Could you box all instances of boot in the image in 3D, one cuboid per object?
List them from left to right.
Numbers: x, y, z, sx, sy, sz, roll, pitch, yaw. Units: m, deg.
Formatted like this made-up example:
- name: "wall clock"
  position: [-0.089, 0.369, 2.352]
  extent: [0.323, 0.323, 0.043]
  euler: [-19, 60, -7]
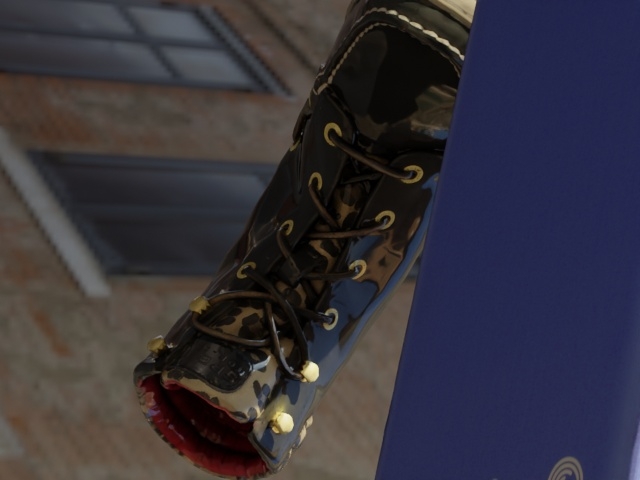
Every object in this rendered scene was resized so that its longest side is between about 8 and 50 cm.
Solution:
- name: "boot"
  position: [0.000, 0.000, 1.270]
  extent: [0.284, 0.138, 0.377]
  euler: [-56, 178, -22]

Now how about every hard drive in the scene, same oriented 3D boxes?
- name: "hard drive"
  position: [0.113, -0.021, 0.840]
  extent: [0.210, 0.040, 0.318]
  euler: [-13, -118, 63]
